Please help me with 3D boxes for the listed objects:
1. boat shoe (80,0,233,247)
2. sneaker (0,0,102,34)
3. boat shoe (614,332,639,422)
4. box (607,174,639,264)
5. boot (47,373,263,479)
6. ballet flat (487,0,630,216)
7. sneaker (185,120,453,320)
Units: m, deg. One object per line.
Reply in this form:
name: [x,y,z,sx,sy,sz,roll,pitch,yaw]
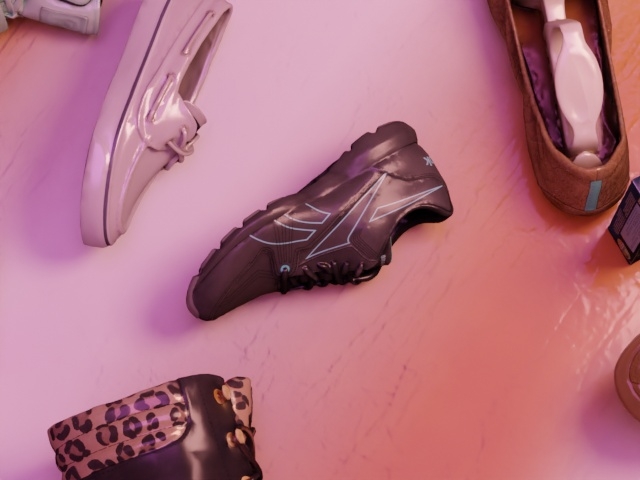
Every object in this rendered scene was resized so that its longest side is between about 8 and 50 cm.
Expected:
boat shoe: [-0.149,-0.113,1.807,0.088,0.096,0.267,14,68,8]
sneaker: [-0.292,-0.213,1.827,0.151,0.094,0.256,34,80,5]
boat shoe: [0.417,0.073,1.750,0.341,0.110,0.121,-25,87,-4]
box: [0.378,-0.068,1.757,0.233,0.159,0.044,-28,76,-6]
boot: [-0.042,0.253,1.688,0.377,0.138,0.284,-14,70,-11]
ballet flat: [0.220,-0.193,1.807,0.116,0.124,0.342,-8,76,-2]
sneaker: [0.000,0.000,1.772,0.267,0.101,0.106,-36,81,-8]
